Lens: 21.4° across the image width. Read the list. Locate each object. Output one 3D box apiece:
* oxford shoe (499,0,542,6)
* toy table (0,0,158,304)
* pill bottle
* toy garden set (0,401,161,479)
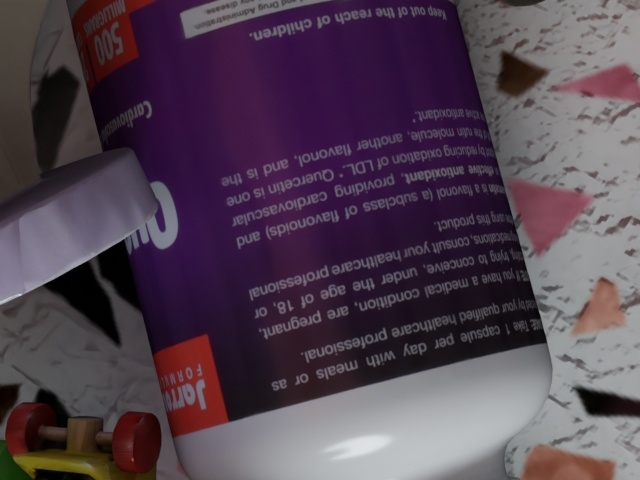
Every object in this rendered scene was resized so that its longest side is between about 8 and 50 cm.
[{"bbox_3d":[0.063,-0.217,0.803,0.076,0.076,0.212,-14,106,-18],"label":"oxford shoe"},{"bbox_3d":[-0.189,-0.047,0.705,0.274,0.252,0.161,-11,106,53],"label":"toy table"},{"bbox_3d":[0.000,0.000,0.795,0.181,0.181,0.323,-17,82,23],"label":"pill bottle"},{"bbox_3d":[-0.147,0.151,0.843,0.203,0.244,0.049,3,50,25],"label":"toy garden set"}]
